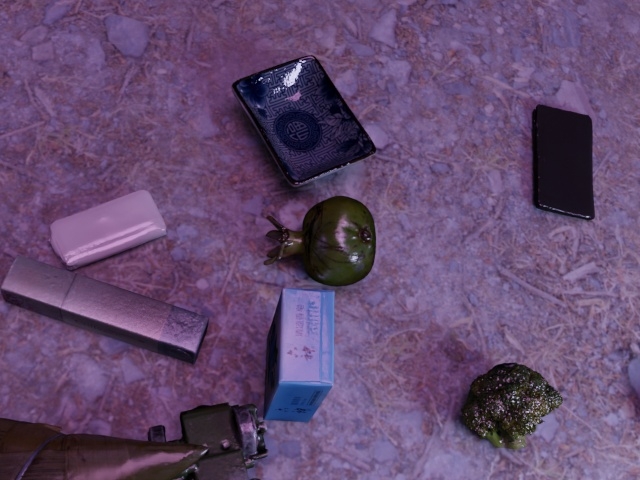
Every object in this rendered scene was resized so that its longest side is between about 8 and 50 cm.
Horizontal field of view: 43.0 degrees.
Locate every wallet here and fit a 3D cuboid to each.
[{"bbox_3d":[-0.359,-0.019,1.367,0.190,0.033,0.095,-21,70,-21],"label":"wallet"},{"bbox_3d":[0.483,-0.156,1.613,0.124,0.025,0.244,11,62,-7],"label":"wallet"}]

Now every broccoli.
[{"bbox_3d":[0.304,0.269,1.323,0.162,0.146,0.137,-13,101,-36],"label":"broccoli"}]

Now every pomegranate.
[{"bbox_3d":[0.000,0.000,1.383,0.191,0.131,0.152,5,67,-1],"label":"pomegranate"}]

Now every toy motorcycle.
[{"bbox_3d":[-0.165,0.362,1.185,0.205,0.127,0.275,-9,60,-17],"label":"toy motorcycle"}]

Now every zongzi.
[{"bbox_3d":[-0.336,0.399,1.058,0.361,0.160,0.322,0,68,13],"label":"zongzi"}]

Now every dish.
[{"bbox_3d":[-0.036,-0.207,1.497,0.182,0.080,0.243,-24,70,-21],"label":"dish"}]

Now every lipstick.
[{"bbox_3d":[-0.339,0.110,1.291,0.317,0.066,0.068,19,63,-2],"label":"lipstick"}]

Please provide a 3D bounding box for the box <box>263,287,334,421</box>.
[{"bbox_3d":[-0.035,0.179,1.229,0.083,0.232,0.142,5,65,-9],"label":"box"}]
